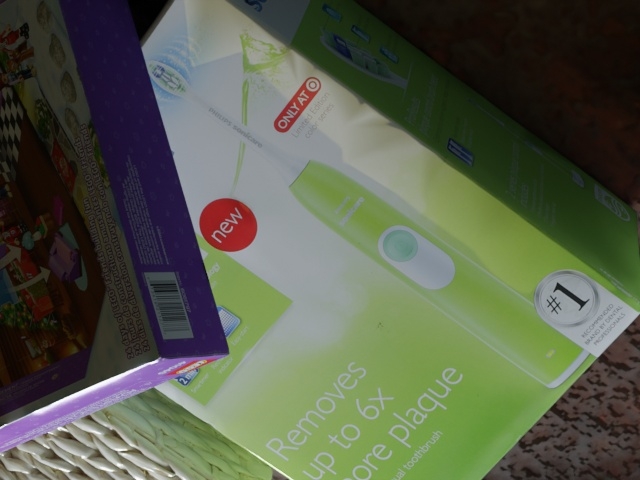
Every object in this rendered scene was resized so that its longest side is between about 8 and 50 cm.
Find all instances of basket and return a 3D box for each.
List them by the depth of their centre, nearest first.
[{"bbox_3d":[-0.117,0.125,1.015,0.167,0.113,0.103,35,112,-11],"label":"basket"}]

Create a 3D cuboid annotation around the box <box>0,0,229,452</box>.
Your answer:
[{"bbox_3d":[-0.173,-0.048,0.865,0.201,0.057,0.293,-24,76,32],"label":"box"}]

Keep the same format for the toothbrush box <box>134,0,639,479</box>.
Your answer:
[{"bbox_3d":[0.000,0.000,0.936,0.283,0.122,0.206,37,115,-8],"label":"toothbrush box"}]
